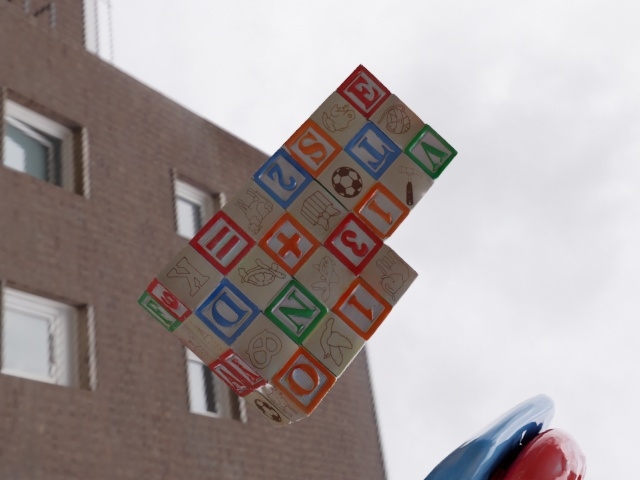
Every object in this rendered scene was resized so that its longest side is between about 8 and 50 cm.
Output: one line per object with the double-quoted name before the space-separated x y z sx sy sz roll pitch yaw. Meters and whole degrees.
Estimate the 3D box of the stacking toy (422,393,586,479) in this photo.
"stacking toy" 0.197 0.242 0.580 0.302 0.166 0.175 30 -70 27

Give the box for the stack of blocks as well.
"stack of blocks" 0.000 0.000 0.871 0.297 0.171 0.087 -50 -176 -27
